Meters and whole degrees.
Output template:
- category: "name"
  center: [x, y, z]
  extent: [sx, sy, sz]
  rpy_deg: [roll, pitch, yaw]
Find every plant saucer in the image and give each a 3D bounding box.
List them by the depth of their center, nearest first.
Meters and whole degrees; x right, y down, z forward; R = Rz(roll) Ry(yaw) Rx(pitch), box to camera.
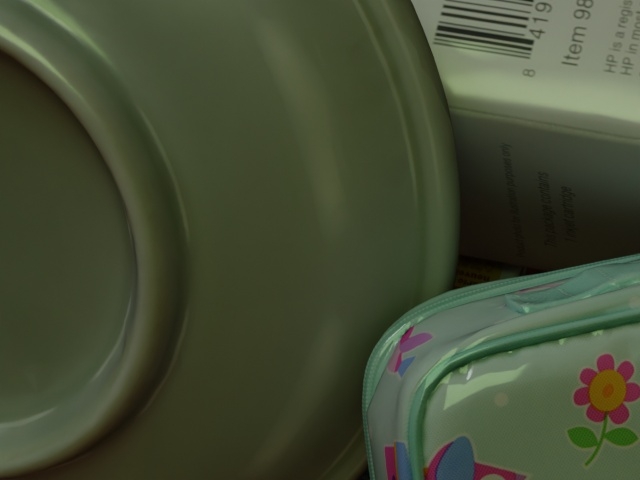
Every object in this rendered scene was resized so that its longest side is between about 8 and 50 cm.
- category: "plant saucer"
  center: [-0.146, -0.015, 0.803]
  extent: [0.400, 0.400, 0.100]
  rpy_deg: [11, 24, 15]

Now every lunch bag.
- category: "lunch bag"
  center: [0.162, 0.103, 0.766]
  extent: [0.279, 0.108, 0.224]
  rpy_deg: [-11, 96, -9]

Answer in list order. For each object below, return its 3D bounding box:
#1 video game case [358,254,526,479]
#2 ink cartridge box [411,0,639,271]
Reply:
- category: "video game case"
  center: [0.000, 0.000, 0.952]
  extent: [0.204, 0.025, 0.285]
  rpy_deg: [14, 68, 16]
- category: "ink cartridge box"
  center: [0.036, -0.158, 0.913]
  extent: [0.395, 0.166, 0.285]
  rpy_deg: [11, 67, 15]
